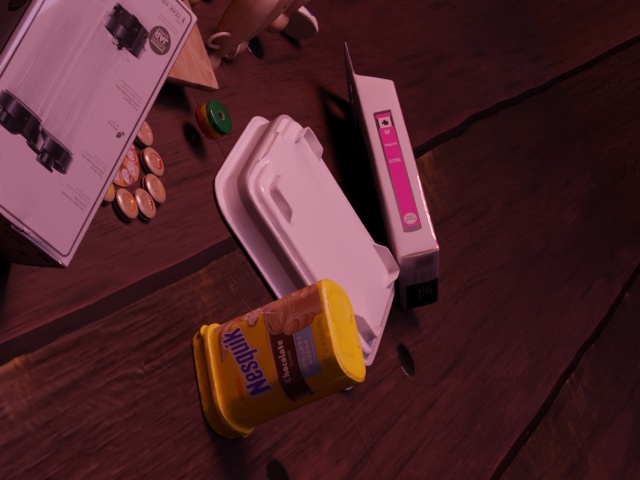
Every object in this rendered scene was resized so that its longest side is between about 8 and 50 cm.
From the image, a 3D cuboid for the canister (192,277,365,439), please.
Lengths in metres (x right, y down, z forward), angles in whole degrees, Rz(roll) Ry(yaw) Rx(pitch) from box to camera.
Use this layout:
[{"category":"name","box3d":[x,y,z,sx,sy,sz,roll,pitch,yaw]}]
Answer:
[{"category":"canister","box3d":[-0.044,0.125,1.610,0.073,0.170,0.126,32,39,-53]}]

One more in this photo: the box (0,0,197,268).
[{"category":"box","box3d":[-0.248,-0.139,1.377,0.169,0.087,0.289,43,61,-41]}]

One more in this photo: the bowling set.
[{"category":"bowling set","box3d":[-0.127,-0.349,1.992,0.200,0.154,0.287,46,24,3]}]

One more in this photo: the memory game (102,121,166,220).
[{"category":"memory game","box3d":[-0.227,-0.105,1.651,0.186,0.012,0.186,47,28,-36]}]

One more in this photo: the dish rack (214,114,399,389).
[{"category":"dish rack","box3d":[0.000,0.000,1.965,0.332,0.072,0.285,57,25,-17]}]

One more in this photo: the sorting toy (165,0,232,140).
[{"category":"sorting toy","box3d":[-0.196,-0.250,1.817,0.132,0.046,0.274,5,63,-64]}]

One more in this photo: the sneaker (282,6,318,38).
[{"category":"sneaker","box3d":[-0.055,-0.366,2.223,0.152,0.058,0.084,32,48,-42]}]

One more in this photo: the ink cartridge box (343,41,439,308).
[{"category":"ink cartridge box","box3d":[0.102,-0.100,2.209,0.175,0.069,0.370,82,-6,-63]}]
